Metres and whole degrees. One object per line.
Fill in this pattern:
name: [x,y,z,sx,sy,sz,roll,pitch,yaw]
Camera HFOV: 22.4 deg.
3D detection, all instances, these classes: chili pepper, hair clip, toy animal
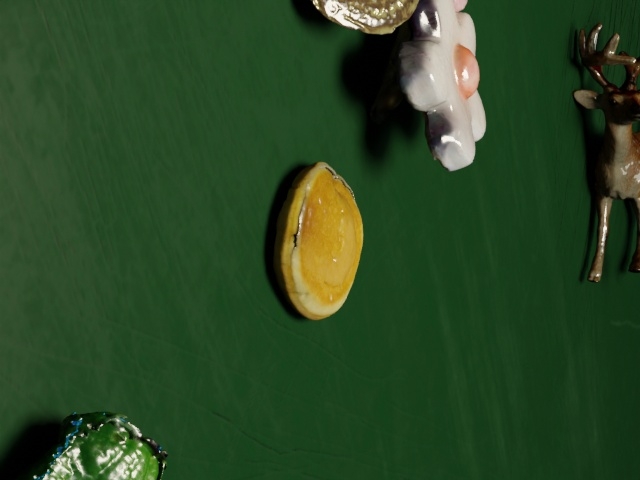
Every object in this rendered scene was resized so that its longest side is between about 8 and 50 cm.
chili pepper: [-0.143,0.192,0.823,0.098,0.061,0.224,58,46,-54]
hair clip: [0.083,-0.174,1.191,0.146,0.075,0.257,26,66,-55]
toy animal: [0.304,-0.089,1.614,0.243,0.087,0.259,-15,105,-74]

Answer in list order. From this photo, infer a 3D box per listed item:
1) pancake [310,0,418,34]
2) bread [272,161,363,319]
pancake: [0.027,-0.190,1.090,0.115,0.011,0.114,7,78,-33]
bread: [0.000,0.000,1.099,0.110,0.024,0.110,-12,104,-60]
